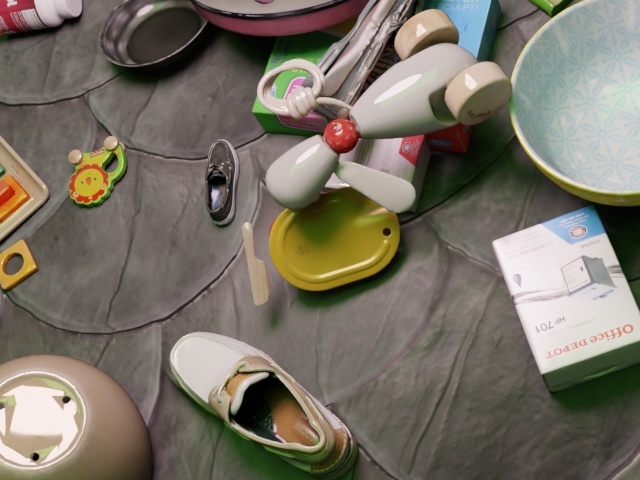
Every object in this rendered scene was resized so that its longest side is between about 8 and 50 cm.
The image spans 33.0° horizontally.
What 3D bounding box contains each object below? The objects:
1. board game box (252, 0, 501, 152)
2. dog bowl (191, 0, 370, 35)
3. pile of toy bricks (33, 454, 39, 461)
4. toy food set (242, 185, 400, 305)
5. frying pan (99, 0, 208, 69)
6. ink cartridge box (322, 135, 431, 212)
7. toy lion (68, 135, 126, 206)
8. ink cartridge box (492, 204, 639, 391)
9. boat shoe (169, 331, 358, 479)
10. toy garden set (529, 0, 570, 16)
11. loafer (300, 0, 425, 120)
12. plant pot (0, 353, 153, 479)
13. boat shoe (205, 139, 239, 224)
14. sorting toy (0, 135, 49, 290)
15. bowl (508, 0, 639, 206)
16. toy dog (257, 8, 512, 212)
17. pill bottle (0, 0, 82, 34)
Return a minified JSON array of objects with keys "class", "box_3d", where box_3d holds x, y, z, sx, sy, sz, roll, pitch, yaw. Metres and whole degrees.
[{"class":"board game box","box_3d":[0.083,-0.263,1.589,0.317,0.064,0.242,8,69,22]},{"class":"dog bowl","box_3d":[-0.045,-0.456,1.608,0.408,0.150,0.408,-8,43,7]},{"class":"pile of toy bricks","box_3d":[-0.452,0.353,1.484,0.105,0.118,0.212,35,62,1]},{"class":"toy food set","box_3d":[0.000,0.000,1.485,0.218,0.071,0.128,-16,96,2]},{"class":"frying pan","box_3d":[-0.303,-0.374,1.780,0.197,0.053,0.326,-45,51,-13]},{"class":"ink cartridge box","box_3d":[0.076,-0.101,1.521,0.135,0.056,0.099,9,69,22]},{"class":"toy lion","box_3d":[-0.348,-0.103,1.687,0.100,0.034,0.096,-20,68,9]},{"class":"ink cartridge box","box_3d":[0.313,0.072,1.346,0.140,0.082,0.190,-21,60,9]},{"class":"boat shoe","box_3d":[-0.086,0.199,1.412,0.302,0.103,0.113,27,77,27]},{"class":"toy garden set","box_3d":[0.415,-0.416,1.553,0.244,0.049,0.204,-42,60,-3]},{"class":"loafer","box_3d":[0.084,-0.279,1.519,0.084,0.096,0.267,41,91,10]},{"class":"plant pot","box_3d":[-0.356,0.259,1.369,0.284,0.191,0.284,4,61,-7]},{"class":"boat shoe","box_3d":[-0.148,-0.092,1.604,0.049,0.040,0.142,-11,63,14]},{"class":"sorting toy","box_3d":[-0.552,-0.066,1.728,0.196,0.047,0.348,-45,61,-5]},{"class":"bowl","box_3d":[0.395,-0.157,1.379,0.290,0.156,0.289,-8,65,16]},{"class":"toy dog","box_3d":[0.095,-0.150,1.417,0.334,0.161,0.220,-17,61,18]},{"class":"pill bottle","box_3d":[-0.488,-0.401,1.839,0.152,0.086,0.086,-6,65,16]}]
